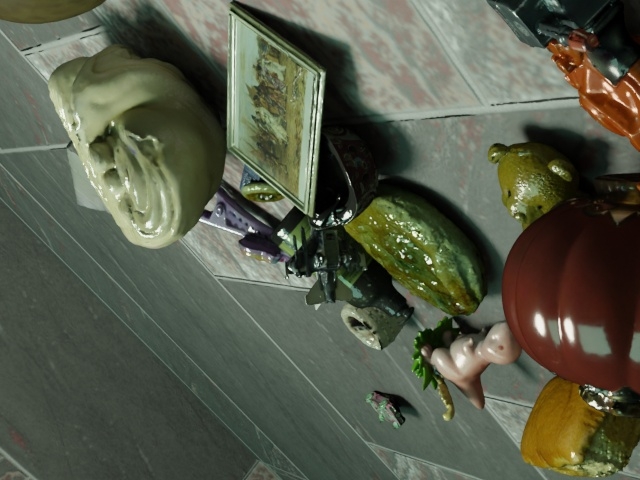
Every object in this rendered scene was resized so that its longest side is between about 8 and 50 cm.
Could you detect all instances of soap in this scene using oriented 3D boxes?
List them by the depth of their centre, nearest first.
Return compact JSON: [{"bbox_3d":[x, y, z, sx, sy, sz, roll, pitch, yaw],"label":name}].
[{"bbox_3d":[-0.370,-0.118,2.157,0.258,0.159,0.302,34,159,7],"label":"soap"}]

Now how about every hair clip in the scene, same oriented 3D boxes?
[{"bbox_3d":[-0.129,-0.015,2.059,0.278,0.090,0.137,36,-167,15],"label":"hair clip"}]

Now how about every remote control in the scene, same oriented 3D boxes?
[{"bbox_3d":[-0.122,-0.112,1.939,0.043,0.027,0.152,32,160,2],"label":"remote control"}]

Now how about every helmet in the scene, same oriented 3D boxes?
[{"bbox_3d":[0.030,-0.105,1.594,0.177,0.107,0.153,-14,100,58],"label":"helmet"}]

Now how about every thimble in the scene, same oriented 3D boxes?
[{"bbox_3d":[0.100,0.139,1.985,0.115,0.090,0.102,47,157,-16],"label":"thimble"}]

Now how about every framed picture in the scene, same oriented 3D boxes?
[{"bbox_3d":[-0.073,-0.187,1.561,0.217,0.017,0.274,40,143,32],"label":"framed picture"}]

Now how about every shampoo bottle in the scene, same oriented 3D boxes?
[{"bbox_3d":[0.048,0.047,1.871,0.284,0.101,0.101,39,158,-1],"label":"shampoo bottle"}]

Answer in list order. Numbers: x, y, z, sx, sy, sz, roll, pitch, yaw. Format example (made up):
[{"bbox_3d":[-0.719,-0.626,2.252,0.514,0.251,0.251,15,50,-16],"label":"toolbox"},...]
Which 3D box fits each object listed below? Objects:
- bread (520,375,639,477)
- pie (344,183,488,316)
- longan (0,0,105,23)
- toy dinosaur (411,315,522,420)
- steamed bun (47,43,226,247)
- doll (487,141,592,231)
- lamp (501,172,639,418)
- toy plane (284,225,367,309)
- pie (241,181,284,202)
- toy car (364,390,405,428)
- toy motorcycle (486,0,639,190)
[{"bbox_3d":[0.409,0.289,1.675,0.121,0.174,0.245,37,166,-6],"label":"bread"},{"bbox_3d":[0.142,0.015,1.694,0.277,0.078,0.277,34,156,17],"label":"pie"},{"bbox_3d":[-0.376,-0.429,1.406,0.288,0.288,0.350,47,148,-20],"label":"longan"},{"bbox_3d":[0.268,0.201,1.821,0.177,0.152,0.194,21,111,38],"label":"toy dinosaur"},{"bbox_3d":[-0.287,-0.176,1.802,0.339,0.247,0.352,64,169,-14],"label":"steamed bun"},{"bbox_3d":[0.281,-0.041,1.345,0.137,0.097,0.209,15,153,36],"label":"doll"},{"bbox_3d":[0.350,0.056,1.162,0.303,0.303,0.257,11,103,50],"label":"lamp"},{"bbox_3d":[0.008,0.007,1.774,0.082,0.160,0.234,13,106,60],"label":"toy plane"},{"bbox_3d":[-0.101,-0.084,1.925,0.084,0.021,0.084,4,162,1],"label":"pie"},{"bbox_3d":[0.152,0.380,2.423,0.069,0.055,0.142,54,166,-14],"label":"toy car"},{"bbox_3d":[0.295,-0.165,1.023,0.326,0.148,0.221,43,-179,-26],"label":"toy motorcycle"}]
